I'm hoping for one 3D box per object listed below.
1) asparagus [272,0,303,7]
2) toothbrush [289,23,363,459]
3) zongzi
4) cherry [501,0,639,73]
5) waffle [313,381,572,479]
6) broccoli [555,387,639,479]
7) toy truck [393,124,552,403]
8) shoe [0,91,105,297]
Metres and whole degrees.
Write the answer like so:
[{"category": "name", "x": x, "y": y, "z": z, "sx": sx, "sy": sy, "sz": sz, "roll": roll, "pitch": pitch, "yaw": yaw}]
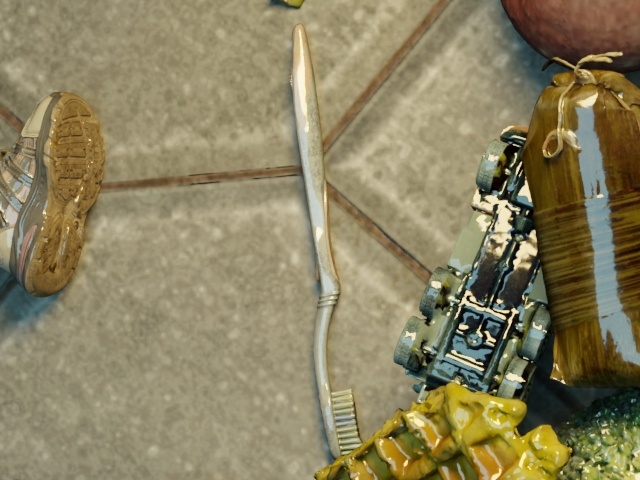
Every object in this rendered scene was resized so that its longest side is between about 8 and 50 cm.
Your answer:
[{"category": "asparagus", "x": 0.001, "y": -0.285, "z": 1.634, "sx": 0.045, "sy": 0.041, "sz": 0.178, "roll": 21, "pitch": 95, "yaw": 22}, {"category": "toothbrush", "x": 0.000, "y": 0.000, "z": 1.633, "sx": 0.037, "sy": 0.028, "sz": 0.375, "roll": -8, "pitch": 87, "yaw": 8}, {"category": "zongzi", "x": 0.243, "y": -0.023, "z": 1.458, "sx": 0.111, "sy": 0.241, "sz": 0.247, "roll": -7, "pitch": 93, "yaw": 31}, {"category": "cherry", "x": 0.243, "y": -0.269, "z": 1.485, "sx": 0.307, "sy": 0.221, "sz": 0.261, "roll": -23, "pitch": 91, "yaw": 0}, {"category": "waffle", "x": 0.098, "y": 0.245, "z": 1.452, "sx": 0.312, "sy": 0.060, "sz": 0.307, "roll": 8, "pitch": 110, "yaw": 47}, {"category": "broccoli", "x": 0.235, "y": 0.212, "z": 1.482, "sx": 0.226, "sy": 0.198, "sz": 0.176, "roll": -30, "pitch": 83, "yaw": 21}, {"category": "toy truck", "x": 0.147, "y": 0.047, "z": 1.548, "sx": 0.108, "sy": 0.140, "sz": 0.256, "roll": 21, "pitch": 82, "yaw": 14}, {"category": "shoe", "x": -0.254, "y": -0.044, "z": 1.675, "sx": 0.092, "sy": 0.089, "sz": 0.180, "roll": 10, "pitch": 89, "yaw": 26}]
